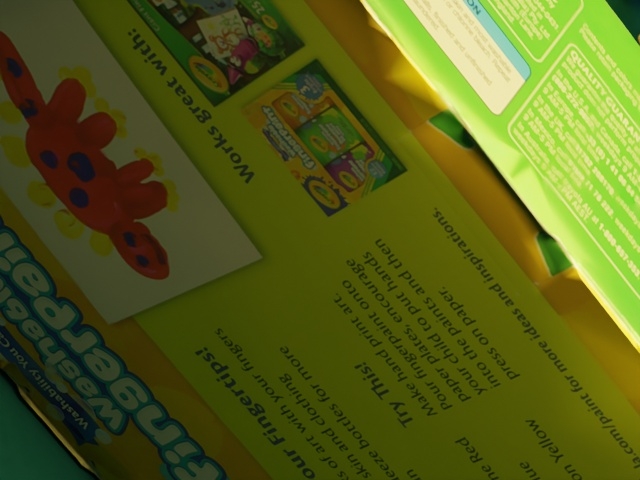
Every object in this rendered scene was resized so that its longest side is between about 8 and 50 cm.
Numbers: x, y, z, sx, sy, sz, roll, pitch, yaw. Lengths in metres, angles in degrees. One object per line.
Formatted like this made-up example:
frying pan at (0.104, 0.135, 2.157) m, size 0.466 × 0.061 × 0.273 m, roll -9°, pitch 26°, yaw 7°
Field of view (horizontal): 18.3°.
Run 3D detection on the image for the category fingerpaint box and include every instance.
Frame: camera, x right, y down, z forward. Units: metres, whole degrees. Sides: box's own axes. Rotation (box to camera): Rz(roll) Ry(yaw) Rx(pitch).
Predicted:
fingerpaint box at (0.000, 0.000, 1.033) m, size 0.445 × 0.371 × 0.163 m, roll 50°, pitch 43°, yaw -11°

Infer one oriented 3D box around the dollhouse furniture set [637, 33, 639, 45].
dollhouse furniture set at (0.294, -0.076, 1.486) m, size 0.259 × 0.262 × 0.135 m, roll 27°, pitch 44°, yaw -75°
